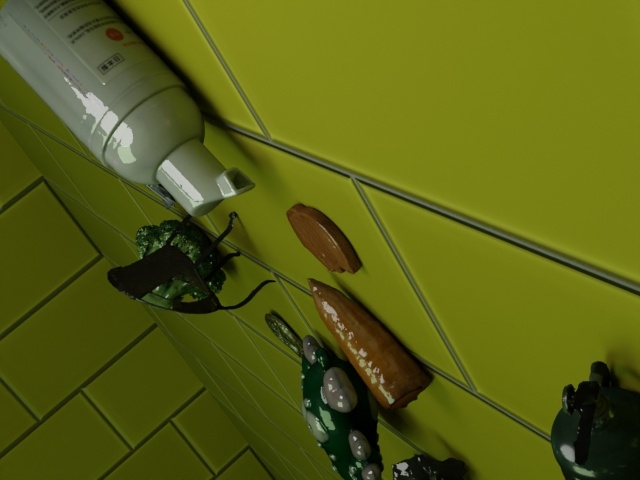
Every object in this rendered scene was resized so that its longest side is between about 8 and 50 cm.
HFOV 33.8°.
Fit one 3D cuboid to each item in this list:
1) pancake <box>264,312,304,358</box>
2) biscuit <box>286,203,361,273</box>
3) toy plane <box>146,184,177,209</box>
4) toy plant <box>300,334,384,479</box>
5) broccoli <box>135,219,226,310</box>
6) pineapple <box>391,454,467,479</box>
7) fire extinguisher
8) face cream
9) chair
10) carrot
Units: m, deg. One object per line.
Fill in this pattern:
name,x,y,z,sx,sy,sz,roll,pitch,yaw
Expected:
pancake,-0.061,0.167,1.852,0.108,0.017,0.108,44,167,13
biscuit,0.000,0.000,1.259,0.102,0.019,0.130,55,165,-18
toy plane,-0.276,-0.088,1.809,0.083,0.031,0.078,49,165,-2
toy plant,0.032,0.265,1.618,0.232,0.112,0.243,-175,63,-79
broccoli,-0.250,0.048,1.860,0.195,0.156,0.195,13,150,7
pineapple,0.142,0.394,1.539,0.111,0.119,0.237,53,144,28
fire extinguisher,0.249,0.195,0.886,0.093,0.118,0.294,-5,134,28
face cream,-0.232,-0.157,1.286,0.370,0.145,0.145,47,165,13
chair,-0.205,0.048,1.606,0.174,0.213,0.149,33,153,50
carrot,0.049,0.125,1.336,0.205,0.072,0.072,48,165,14
